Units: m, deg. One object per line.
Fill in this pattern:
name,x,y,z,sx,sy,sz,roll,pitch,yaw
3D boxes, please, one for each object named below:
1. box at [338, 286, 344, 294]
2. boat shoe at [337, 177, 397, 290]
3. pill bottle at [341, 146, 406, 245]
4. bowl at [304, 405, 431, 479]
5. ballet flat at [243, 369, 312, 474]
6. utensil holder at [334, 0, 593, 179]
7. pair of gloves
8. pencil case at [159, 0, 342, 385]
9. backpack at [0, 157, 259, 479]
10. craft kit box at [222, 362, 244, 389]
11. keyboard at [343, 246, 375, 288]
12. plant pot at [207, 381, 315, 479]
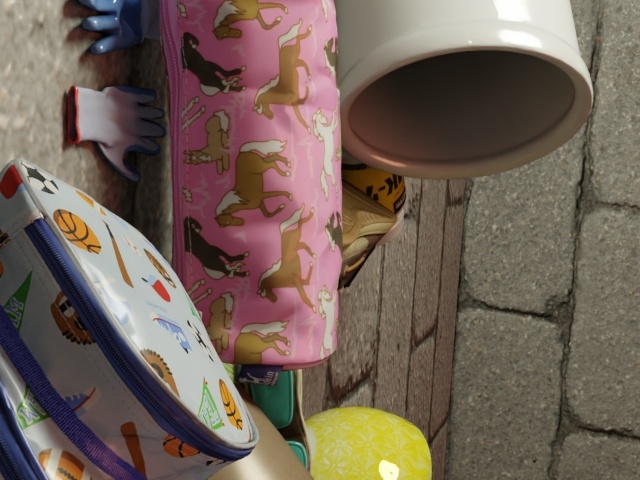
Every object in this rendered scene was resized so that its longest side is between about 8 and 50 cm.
box,-0.008,-0.067,1.275,0.063,0.067,0.324,-65,155,-49
boat shoe,0.000,0.000,1.110,0.123,0.123,0.342,-58,175,16
pill bottle,0.070,-0.095,1.425,0.208,0.119,0.119,75,27,-48
bowl,-0.011,0.321,1.175,0.156,0.289,0.289,36,49,-20
ballet flat,-0.051,0.214,1.048,0.086,0.086,0.248,-22,116,-71
utensil holder,0.172,-0.324,1.250,0.327,0.327,0.385,59,26,-62
pair of gloves,-0.170,-0.150,0.808,0.159,0.023,0.198,-11,105,-72
pencil case,-0.064,-0.069,0.851,0.167,0.160,0.386,-20,112,-71
backpack,-0.154,0.104,0.506,0.263,0.213,0.276,63,9,18
craft kit box,-0.087,0.056,1.083,0.250,0.061,0.246,56,40,-63
keyboard,0.059,0.001,1.327,0.100,0.038,0.192,-57,-179,13
plant pot,-0.093,0.256,0.800,0.229,0.263,0.263,62,5,23
